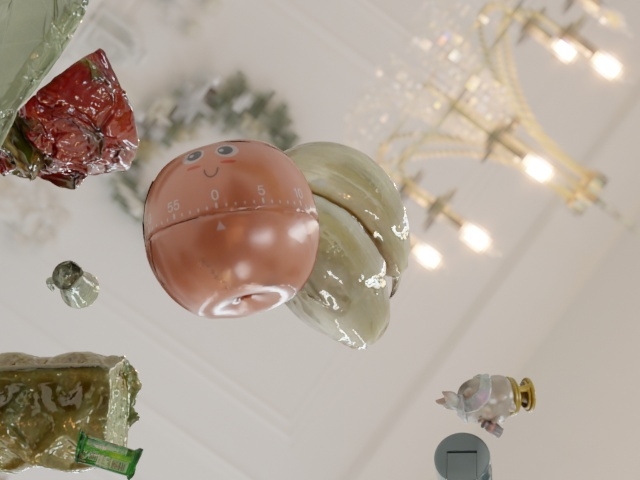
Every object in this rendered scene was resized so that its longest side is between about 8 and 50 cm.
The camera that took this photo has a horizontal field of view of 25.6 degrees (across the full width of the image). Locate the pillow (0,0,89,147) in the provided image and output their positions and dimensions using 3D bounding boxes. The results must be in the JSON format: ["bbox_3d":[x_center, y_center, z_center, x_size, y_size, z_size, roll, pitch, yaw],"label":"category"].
[{"bbox_3d":[-0.467,-0.273,1.990,0.281,0.076,0.274,38,-85,39],"label":"pillow"}]

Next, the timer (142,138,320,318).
[{"bbox_3d":[-0.116,-0.017,1.827,0.229,0.229,0.215,-44,-125,56],"label":"timer"}]

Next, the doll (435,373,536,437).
[{"bbox_3d":[0.214,0.215,1.827,0.073,0.127,0.084,127,-43,-69],"label":"doll"}]

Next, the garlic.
[{"bbox_3d":[0.000,0.000,2.134,0.286,0.313,0.249,-30,148,-56],"label":"garlic"}]

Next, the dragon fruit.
[{"bbox_3d":[-0.396,-0.141,2.173,0.205,0.152,0.317,-32,178,-18],"label":"dragon fruit"}]

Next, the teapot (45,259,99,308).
[{"bbox_3d":[-0.351,0.058,1.979,0.083,0.067,0.057,80,3,-69],"label":"teapot"}]

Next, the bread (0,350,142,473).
[{"bbox_3d":[-0.446,0.287,2.357,0.238,0.252,0.196,-60,154,-80],"label":"bread"}]

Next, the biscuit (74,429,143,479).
[{"bbox_3d":[-0.285,0.287,1.880,0.016,0.089,0.046,-151,-101,-86],"label":"biscuit"}]

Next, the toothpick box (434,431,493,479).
[{"bbox_3d":[0.133,0.216,1.292,0.052,0.052,0.083,-57,154,-25],"label":"toothpick box"}]
